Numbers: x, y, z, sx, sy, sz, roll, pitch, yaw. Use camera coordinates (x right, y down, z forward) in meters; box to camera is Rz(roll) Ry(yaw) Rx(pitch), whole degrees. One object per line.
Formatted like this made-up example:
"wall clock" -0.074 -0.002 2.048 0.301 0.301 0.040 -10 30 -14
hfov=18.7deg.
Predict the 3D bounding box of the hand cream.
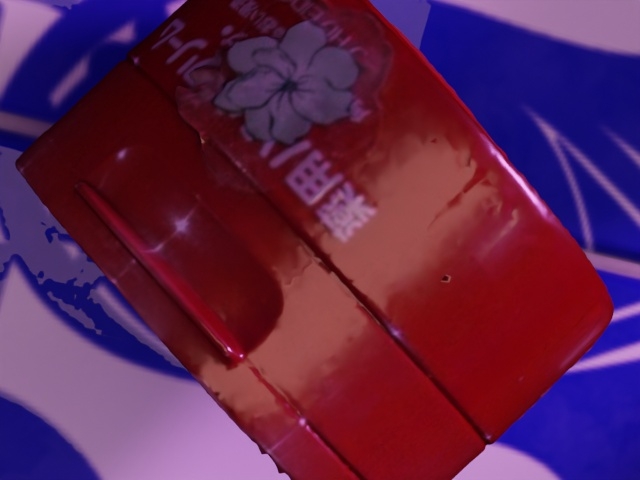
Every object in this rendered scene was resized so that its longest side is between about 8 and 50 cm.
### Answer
"hand cream" 0.000 0.000 0.800 0.149 0.230 0.230 -41 109 -4
